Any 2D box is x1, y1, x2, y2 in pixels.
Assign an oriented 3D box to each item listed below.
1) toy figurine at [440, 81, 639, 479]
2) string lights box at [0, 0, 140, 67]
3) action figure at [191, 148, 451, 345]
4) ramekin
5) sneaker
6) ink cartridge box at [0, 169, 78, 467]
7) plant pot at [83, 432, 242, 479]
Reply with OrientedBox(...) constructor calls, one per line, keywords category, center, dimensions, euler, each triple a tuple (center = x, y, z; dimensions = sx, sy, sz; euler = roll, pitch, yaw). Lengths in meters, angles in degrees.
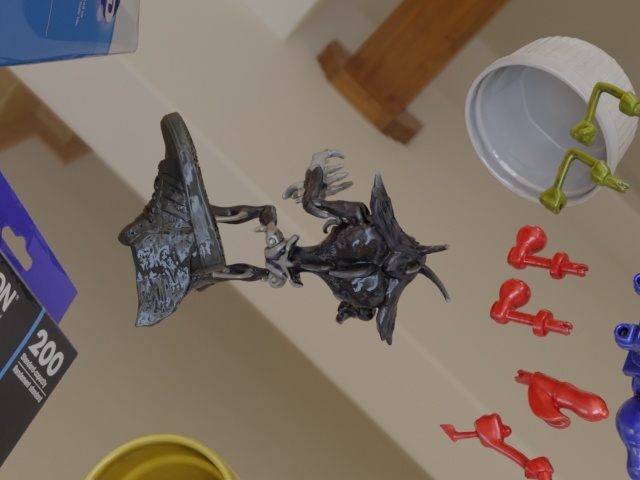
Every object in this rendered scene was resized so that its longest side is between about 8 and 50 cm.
OrientedBox(category="toy figurine", center=(0.277, 0.072, 0.811), dimensions=(0.191, 0.217, 0.363), euler=(9, -114, 39))
OrientedBox(category="string lights box", center=(-0.138, -0.139, 0.381), dimensions=(0.260, 0.076, 0.133), euler=(-56, 157, -75))
OrientedBox(category="action figure", center=(0.000, 0.000, 0.916), dimensions=(0.275, 0.164, 0.141), euler=(5, -153, 22))
OrientedBox(category="ramekin", center=(0.295, -0.156, 1.230), dimensions=(0.109, 0.207, 0.207), euler=(-42, 179, -31))
OrientedBox(category="sneaker", center=(-0.136, -0.018, 0.839), dimensions=(0.089, 0.170, 0.051), euler=(-16, -179, -2))
OrientedBox(category="ink cartridge box", center=(-0.261, 0.068, 0.749), dimensions=(0.208, 0.045, 0.206), euler=(-63, 155, -29))
OrientedBox(category="plant pot", center=(-0.203, 0.431, 1.427), dimensions=(0.254, 0.254, 0.239), euler=(-46, 153, -10))
